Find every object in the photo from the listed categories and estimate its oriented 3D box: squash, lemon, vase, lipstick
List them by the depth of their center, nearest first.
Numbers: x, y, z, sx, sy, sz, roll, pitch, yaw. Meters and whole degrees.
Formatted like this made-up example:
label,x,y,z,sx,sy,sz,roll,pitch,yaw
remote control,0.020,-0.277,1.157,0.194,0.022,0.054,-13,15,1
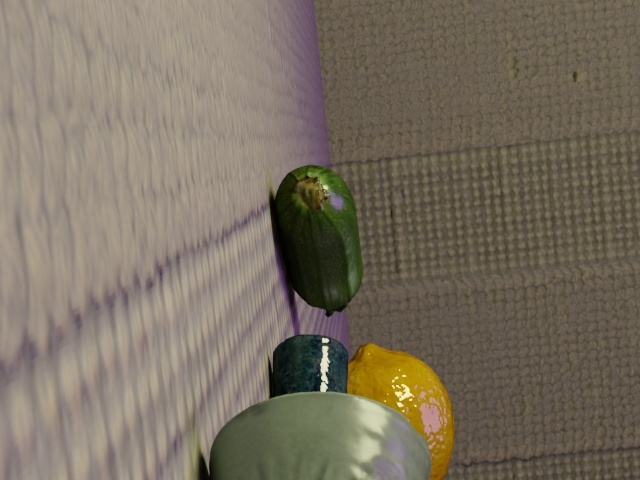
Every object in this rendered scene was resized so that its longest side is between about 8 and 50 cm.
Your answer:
label,x,y,z,sx,sy,sz,roll,pitch,yaw
vase,-0.001,0.169,0.452,0.219,0.096,0.096,-89,173,-47
lipstick,-0.004,0.170,0.790,0.053,0.053,0.234,81,5,-50
squash,0.000,0.000,1.078,0.219,0.068,0.077,79,-10,-60
lemon,0.061,0.193,1.214,0.142,0.142,0.187,-81,167,-80
